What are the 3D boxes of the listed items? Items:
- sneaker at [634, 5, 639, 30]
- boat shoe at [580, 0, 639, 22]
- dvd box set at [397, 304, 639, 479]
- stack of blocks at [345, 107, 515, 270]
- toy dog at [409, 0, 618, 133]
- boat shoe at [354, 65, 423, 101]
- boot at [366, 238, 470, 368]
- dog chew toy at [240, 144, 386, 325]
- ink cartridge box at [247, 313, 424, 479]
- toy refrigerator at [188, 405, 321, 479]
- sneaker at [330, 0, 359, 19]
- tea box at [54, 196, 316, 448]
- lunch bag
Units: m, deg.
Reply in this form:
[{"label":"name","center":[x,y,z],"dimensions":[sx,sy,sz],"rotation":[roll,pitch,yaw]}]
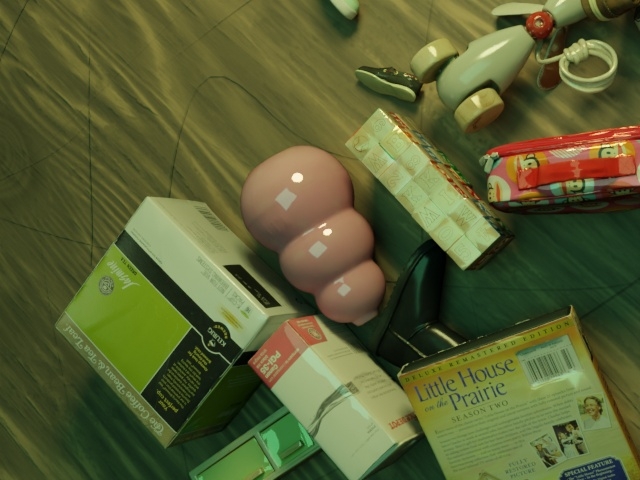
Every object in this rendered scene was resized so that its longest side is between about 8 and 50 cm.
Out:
[{"label":"sneaker","center":[0.670,-0.408,1.571],"dimensions":[0.385,0.145,0.147],"rotation":[-27,90,27]},{"label":"boat shoe","center":[0.501,-0.456,1.624],"dimensions":[0.095,0.095,0.257],"rotation":[-3,60,53]},{"label":"dvd box set","center":[0.349,0.348,1.676],"dimensions":[0.308,0.062,0.420],"rotation":[-24,96,20]},{"label":"stack of blocks","center":[0.194,-0.085,1.750],"dimensions":[0.087,0.171,0.297],"rotation":[-46,74,16]},{"label":"toy dog","center":[0.321,-0.305,1.736],"dimensions":[0.334,0.161,0.220],"rotation":[-15,80,7]},{"label":"boat shoe","center":[0.123,-0.289,1.856],"dimensions":[0.133,0.049,0.042],"rotation":[23,70,29]},{"label":"boot","center":[0.214,0.148,1.777],"dimensions":[0.207,0.094,0.246],"rotation":[33,108,24]},{"label":"dog chew toy","center":[0.000,0.000,1.824],"dimensions":[0.207,0.206,0.331],"rotation":[-32,85,20]},{"label":"ink cartridge box","center":[0.039,0.268,1.790],"dimensions":[0.283,0.207,0.117],"rotation":[47,107,17]},{"label":"toy refrigerator","center":[-0.108,0.402,1.913],"dimensions":[0.269,0.094,0.102],"rotation":[-36,75,18]},{"label":"sneaker","center":[0.057,-0.539,1.859],"dimensions":[0.151,0.094,0.255],"rotation":[-20,83,19]},{"label":"tea box","center":[-0.250,0.147,1.911],"dimensions":[0.329,0.220,0.323],"rotation":[44,104,18]},{"label":"lunch bag","center":[0.407,-0.104,1.612],"dimensions":[0.293,0.258,0.120],"rotation":[-6,87,23]}]
